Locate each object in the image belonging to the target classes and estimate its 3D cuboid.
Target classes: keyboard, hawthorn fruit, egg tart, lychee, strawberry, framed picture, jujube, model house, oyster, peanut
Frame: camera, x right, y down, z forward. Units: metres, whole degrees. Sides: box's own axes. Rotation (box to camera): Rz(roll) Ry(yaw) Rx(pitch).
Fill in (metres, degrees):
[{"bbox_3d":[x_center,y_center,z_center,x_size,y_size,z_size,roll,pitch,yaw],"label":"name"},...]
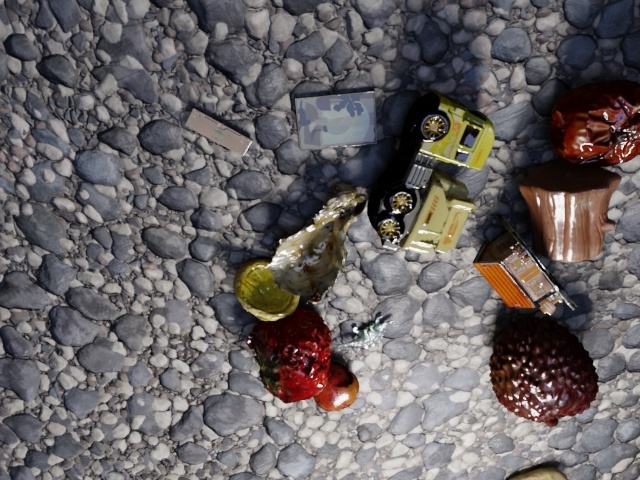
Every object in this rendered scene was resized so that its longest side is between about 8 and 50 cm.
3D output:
[{"bbox_3d":[-0.255,-0.275,1.416,0.166,0.017,0.055,27,114,-15],"label":"keyboard"},{"bbox_3d":[0.034,0.431,1.697,0.148,0.148,0.171,-31,93,10],"label":"hawthorn fruit"},{"bbox_3d":[-0.151,0.138,1.549,0.191,0.191,0.074,21,149,-13],"label":"egg tart"},{"bbox_3d":[0.643,0.386,1.639,0.307,0.306,0.329,-8,87,0],"label":"lychee"},{"bbox_3d":[-0.063,0.315,1.593,0.221,0.274,0.273,-26,121,-35],"label":"strawberry"},{"bbox_3d":[0.041,-0.303,1.426,0.201,0.010,0.135,-5,114,-1],"label":"framed picture"},{"bbox_3d":[0.693,-0.284,1.381,0.233,0.213,0.212,-7,115,3],"label":"jujube"},{"bbox_3d":[0.540,0.097,1.540,0.154,0.207,0.294,-38,111,16],"label":"model house"},{"bbox_3d":[-0.007,-0.004,1.494,0.198,0.133,0.336,27,104,-3],"label":"oyster"},{"bbox_3d":[0.738,0.876,1.956,0.253,0.122,0.137,-18,124,7],"label":"peanut"}]

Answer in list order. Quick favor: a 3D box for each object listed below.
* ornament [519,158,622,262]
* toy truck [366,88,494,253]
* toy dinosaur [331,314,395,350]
[{"bbox_3d":[0.641,-0.077,1.466,0.236,0.221,0.217,-5,118,12],"label":"ornament"},{"bbox_3d":[0.283,-0.156,1.418,0.254,0.180,0.404,16,113,-9],"label":"toy truck"},{"bbox_3d":[0.130,0.290,1.688,0.209,0.039,0.082,-23,116,7],"label":"toy dinosaur"}]
